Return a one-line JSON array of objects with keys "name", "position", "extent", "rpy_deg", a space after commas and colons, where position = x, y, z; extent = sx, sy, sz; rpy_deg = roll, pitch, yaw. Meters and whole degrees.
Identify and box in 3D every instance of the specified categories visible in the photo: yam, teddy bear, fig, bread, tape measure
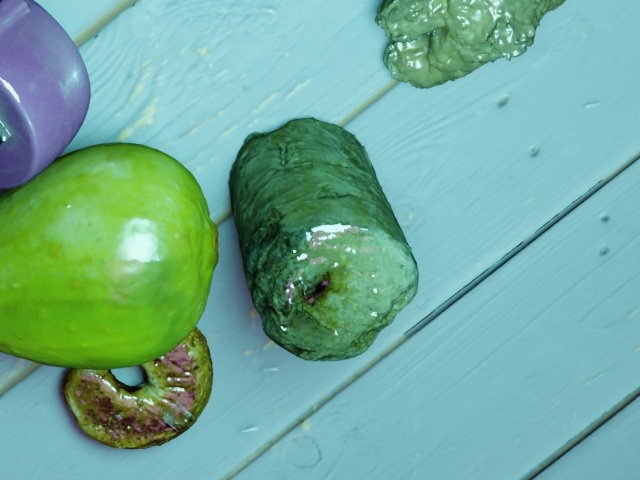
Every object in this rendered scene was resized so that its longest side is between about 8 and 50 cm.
[{"name": "yam", "position": [0.000, 0.000, 1.972], "extent": [0.195, 0.300, 0.195], "rpy_deg": [-4, 119, -8]}, {"name": "teddy bear", "position": [0.159, -0.319, 1.970], "extent": [0.267, 0.156, 0.256], "rpy_deg": [-36, 112, 1]}, {"name": "fig", "position": [-0.275, 0.025, 1.936], "extent": [0.326, 0.258, 0.258], "rpy_deg": [-13, 113, 11]}, {"name": "bread", "position": [-0.221, 0.169, 2.097], "extent": [0.193, 0.064, 0.193], "rpy_deg": [-2, 107, -8]}, {"name": "tape measure", "position": [-0.378, -0.167, 1.848], "extent": [0.231, 0.245, 0.149], "rpy_deg": [56, 47, -22]}]
